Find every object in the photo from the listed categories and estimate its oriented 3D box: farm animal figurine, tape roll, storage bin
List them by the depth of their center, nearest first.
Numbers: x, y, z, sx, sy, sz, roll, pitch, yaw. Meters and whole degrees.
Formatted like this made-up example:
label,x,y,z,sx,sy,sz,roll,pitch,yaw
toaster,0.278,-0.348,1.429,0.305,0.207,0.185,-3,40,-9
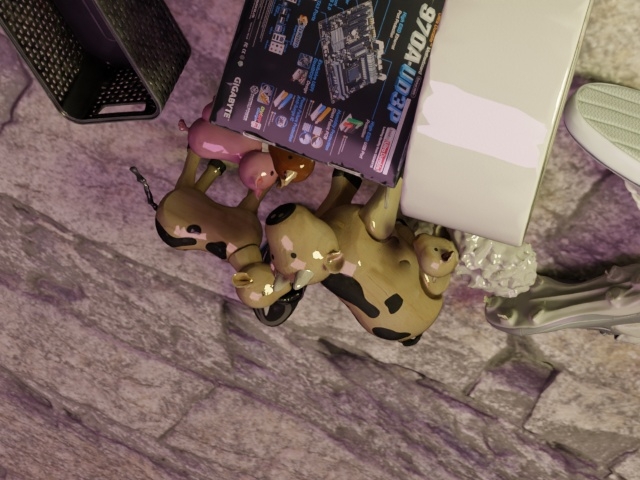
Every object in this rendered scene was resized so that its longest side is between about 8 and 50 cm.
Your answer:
label,x,y,z,sx,sy,sz,roll,pitch,yaw
tape roll,0.148,-0.142,1.226,0.100,0.286,0.286,15,144,8
storage bin,-0.219,-0.204,1.503,0.122,0.084,0.180,-1,138,29
farm animal figurine,0.000,0.000,1.545,0.327,0.172,0.330,33,153,-22

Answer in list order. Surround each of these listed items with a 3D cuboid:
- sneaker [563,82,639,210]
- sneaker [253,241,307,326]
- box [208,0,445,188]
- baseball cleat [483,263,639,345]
label,x,y,z,sx,sy,sz,roll,pitch,yaw
sneaker,0.317,-0.048,1.418,0.258,0.094,0.091,29,139,-11
sneaker,-0.047,0.041,1.735,0.067,0.078,0.188,22,145,-1
box,0.018,-0.175,1.347,0.175,0.051,0.220,19,109,4
baseball cleat,0.272,0.079,1.629,0.206,0.072,0.109,-9,141,40
